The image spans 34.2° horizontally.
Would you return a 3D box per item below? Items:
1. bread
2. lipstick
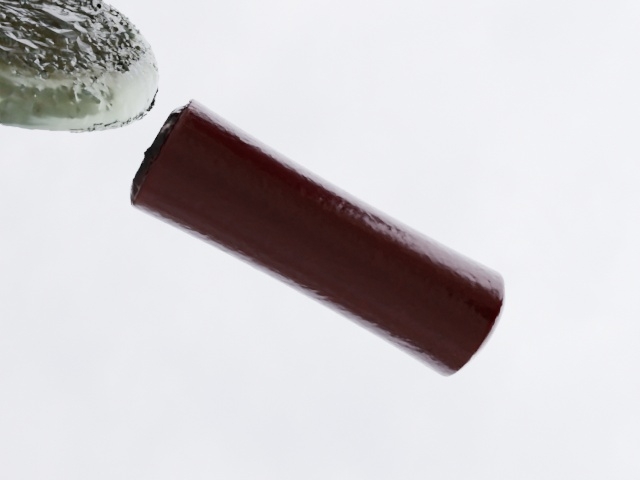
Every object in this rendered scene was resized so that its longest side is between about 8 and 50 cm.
[{"bbox_3d":[-0.236,-0.158,0.743,0.267,0.267,0.040,50,-55,37],"label":"bread"},{"bbox_3d":[0.000,0.000,0.654,0.080,0.241,0.080,-58,-172,14],"label":"lipstick"}]
